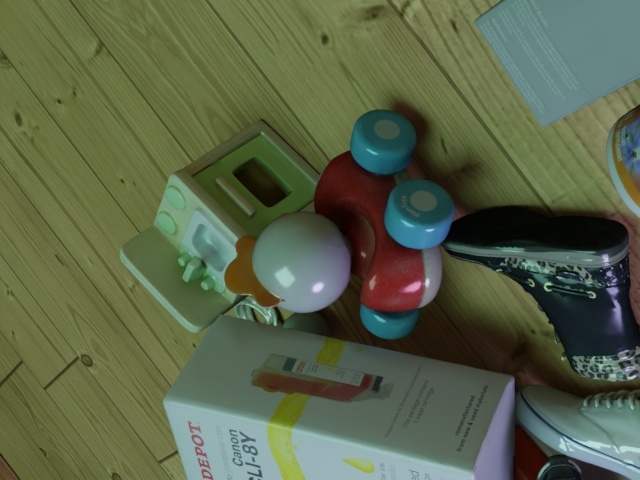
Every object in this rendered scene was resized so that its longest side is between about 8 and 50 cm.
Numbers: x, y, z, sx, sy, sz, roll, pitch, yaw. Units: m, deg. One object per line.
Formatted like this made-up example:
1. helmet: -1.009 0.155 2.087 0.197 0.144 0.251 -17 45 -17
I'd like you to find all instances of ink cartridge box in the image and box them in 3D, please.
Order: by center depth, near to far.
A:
1. ink cartridge box: 0.030 0.272 1.375 0.384 0.160 0.279 10 132 22

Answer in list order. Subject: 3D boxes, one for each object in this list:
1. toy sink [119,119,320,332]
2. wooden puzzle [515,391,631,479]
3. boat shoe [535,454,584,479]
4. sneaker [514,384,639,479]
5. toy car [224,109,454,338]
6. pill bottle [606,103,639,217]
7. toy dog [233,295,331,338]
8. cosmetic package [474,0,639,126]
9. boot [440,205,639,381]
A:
1. toy sink: -0.116 -0.023 1.435 0.153 0.234 0.131 45 143 12
2. wooden puzzle: 0.326 0.376 1.412 0.347 0.080 0.322 24 135 33
3. boat shoe: 0.284 0.344 1.328 0.079 0.084 0.233 -101 1 -48
4. sneaker: 0.340 0.206 1.267 0.258 0.094 0.091 22 114 31
5. toy car: 0.000 0.000 1.282 0.219 0.238 0.210 103 151 -52
6. pill bottle: 0.355 -0.099 0.954 0.121 0.121 0.216 53 143 0
7. toy dog: -0.064 0.258 1.671 0.220 0.161 0.334 13 128 41
8. cosmetic package: 0.264 -0.207 0.984 0.238 0.107 0.127 -25 100 50
9. boot: 0.244 0.059 1.239 0.236 0.085 0.179 7 127 46
